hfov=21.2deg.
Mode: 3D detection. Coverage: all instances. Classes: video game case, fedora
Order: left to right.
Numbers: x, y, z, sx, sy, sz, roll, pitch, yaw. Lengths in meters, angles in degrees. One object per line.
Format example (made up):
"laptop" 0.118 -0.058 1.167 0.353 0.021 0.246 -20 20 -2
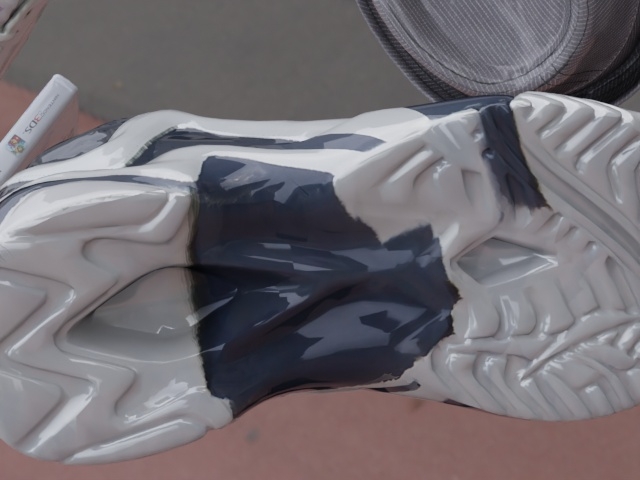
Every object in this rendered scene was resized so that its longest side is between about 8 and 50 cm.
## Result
"video game case" -0.183 -0.013 0.957 0.143 0.019 0.157 -54 -1 -14
"fedora" 0.107 -0.196 1.140 0.244 0.275 0.124 -31 -3 29

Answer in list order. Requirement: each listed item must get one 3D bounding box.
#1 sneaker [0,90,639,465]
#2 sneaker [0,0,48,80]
"sneaker" 0.000 0.000 0.508 0.235 0.094 0.153 -13 16 -17
"sneaker" -0.268 -0.165 1.242 0.305 0.114 0.152 -60 14 5
